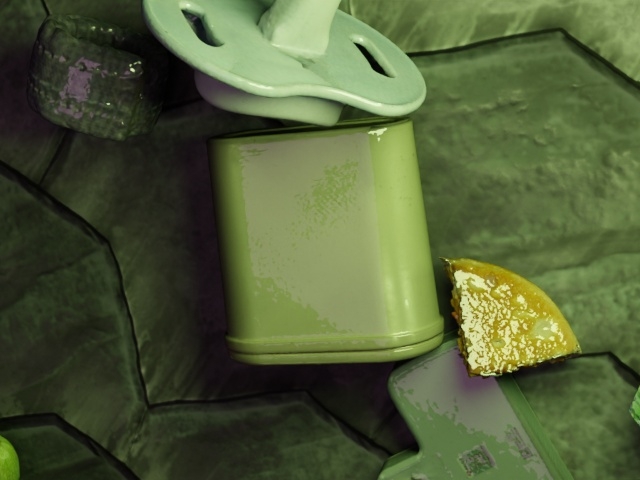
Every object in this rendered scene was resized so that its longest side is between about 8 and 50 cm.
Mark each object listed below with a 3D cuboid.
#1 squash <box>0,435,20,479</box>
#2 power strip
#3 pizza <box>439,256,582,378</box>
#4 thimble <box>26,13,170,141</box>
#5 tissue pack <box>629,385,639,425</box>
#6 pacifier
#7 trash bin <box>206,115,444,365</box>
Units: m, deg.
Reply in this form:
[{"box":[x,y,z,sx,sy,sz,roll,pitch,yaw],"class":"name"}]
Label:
[{"box":[-0.488,0.387,1.672,0.118,0.118,0.370,36,114,6],"class":"squash"},{"box":[0.156,0.244,1.448,0.194,0.059,0.265,-29,94,19],"class":"power strip"},{"box":[0.189,0.094,1.374,0.178,0.041,0.131,24,67,-3],"class":"pizza"},{"box":[-0.238,-0.177,1.412,0.150,0.150,0.097,23,110,11],"class":"thimble"},{"box":[0.374,0.141,1.342,0.085,0.079,0.111,10,114,-22],"class":"tissue pack"},{"box":[-0.018,-0.233,1.255,0.233,0.299,0.244,-60,40,32],"class":"pacifier"},{"box":[0.000,0.000,1.403,0.243,0.121,0.247,-5,100,19],"class":"trash bin"}]
